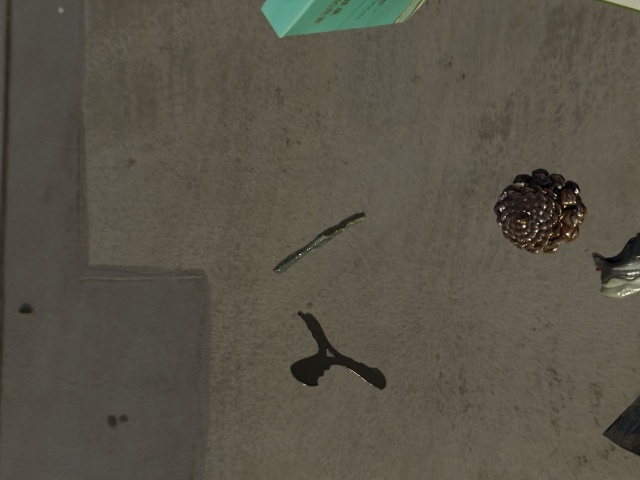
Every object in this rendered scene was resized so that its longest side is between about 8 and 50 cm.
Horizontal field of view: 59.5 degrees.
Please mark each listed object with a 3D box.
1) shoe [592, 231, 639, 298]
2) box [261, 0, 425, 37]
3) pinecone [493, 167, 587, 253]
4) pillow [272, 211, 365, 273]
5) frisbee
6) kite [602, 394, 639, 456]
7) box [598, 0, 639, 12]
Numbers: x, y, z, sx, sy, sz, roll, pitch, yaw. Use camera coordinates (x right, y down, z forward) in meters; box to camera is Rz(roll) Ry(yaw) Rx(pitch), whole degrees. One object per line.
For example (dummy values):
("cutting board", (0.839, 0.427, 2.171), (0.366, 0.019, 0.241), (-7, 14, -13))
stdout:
("shoe", (0.687, 0.037, 1.185), (0.227, 0.099, 0.112), (-35, 86, 31))
("box", (0.068, -0.267, 0.529), (0.162, 0.229, 0.041), (-35, 87, 44))
("pinecone", (0.358, -0.049, 0.901), (0.140, 0.121, 0.140), (14, 112, 37))
("pillow", (-0.002, 0.001, 1.439), (0.189, 0.255, 0.034), (-32, 91, 32))
("frisbee", (0.012, 0.189, 0.969), (0.012, 0.211, 0.187), (-57, 40, 21))
("kite", (0.762, 0.388, 1.280), (0.011, 0.335, 0.314), (43, 133, 11))
("box", (0.303, -0.336, 0.501), (0.178, 0.195, 0.148), (24, 72, 14))
